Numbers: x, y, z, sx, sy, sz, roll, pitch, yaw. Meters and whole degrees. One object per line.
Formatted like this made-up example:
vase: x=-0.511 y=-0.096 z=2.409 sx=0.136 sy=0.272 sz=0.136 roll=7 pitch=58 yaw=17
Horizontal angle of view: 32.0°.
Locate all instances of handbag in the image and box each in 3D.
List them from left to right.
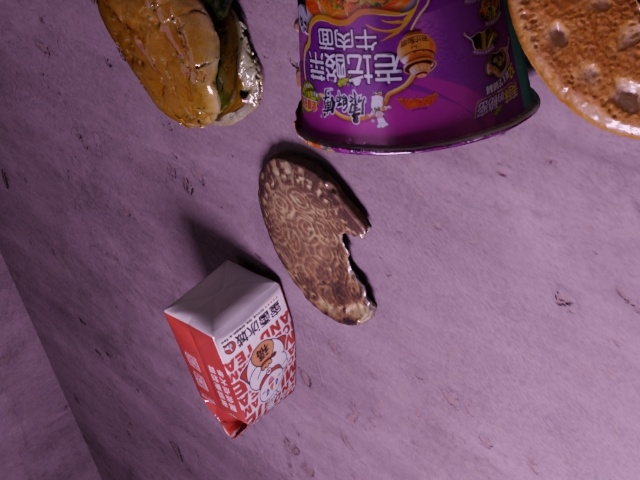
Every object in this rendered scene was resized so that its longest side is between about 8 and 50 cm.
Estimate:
handbag: x=-0.129 y=0.202 z=1.947 sx=0.151 sy=0.171 sz=0.298 roll=21 pitch=141 yaw=43

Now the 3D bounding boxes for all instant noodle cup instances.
instant noodle cup: x=0.084 y=-0.213 z=1.092 sx=0.251 sy=0.251 sz=0.190 roll=20 pitch=126 yaw=49

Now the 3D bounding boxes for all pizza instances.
pizza: x=0.246 y=-0.183 z=0.999 sx=0.246 sy=0.058 sz=0.127 roll=43 pitch=114 yaw=12

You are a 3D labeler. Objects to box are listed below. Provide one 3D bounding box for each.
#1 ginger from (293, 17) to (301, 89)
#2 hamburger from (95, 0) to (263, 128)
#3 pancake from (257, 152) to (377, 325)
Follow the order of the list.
ginger: x=0.017 y=-0.228 z=1.347 sx=0.149 sy=0.065 sz=0.258 roll=30 pitch=147 yaw=33
hamburger: x=-0.208 y=-0.282 z=1.578 sx=0.284 sy=0.134 sz=0.265 roll=61 pitch=150 yaw=-5
pancake: x=0.000 y=0.000 z=1.661 sx=0.288 sy=0.033 sz=0.286 roll=59 pitch=151 yaw=-7
